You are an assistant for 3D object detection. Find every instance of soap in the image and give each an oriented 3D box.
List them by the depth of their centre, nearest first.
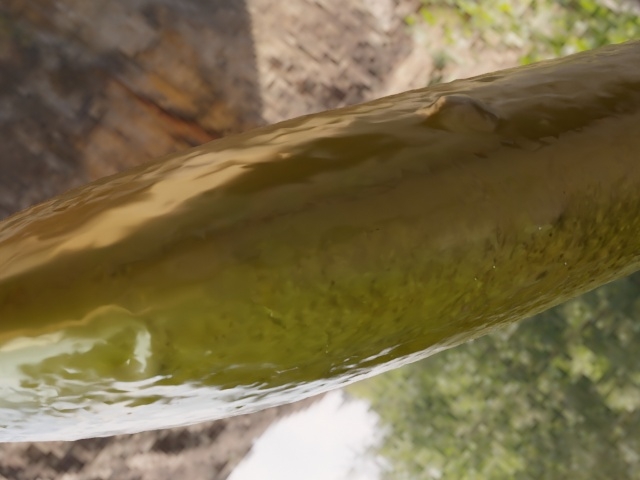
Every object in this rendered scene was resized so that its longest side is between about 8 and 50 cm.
[{"bbox_3d":[0.001,0.003,0.690,0.427,0.115,0.306,-17,-174,-36],"label":"soap"}]
